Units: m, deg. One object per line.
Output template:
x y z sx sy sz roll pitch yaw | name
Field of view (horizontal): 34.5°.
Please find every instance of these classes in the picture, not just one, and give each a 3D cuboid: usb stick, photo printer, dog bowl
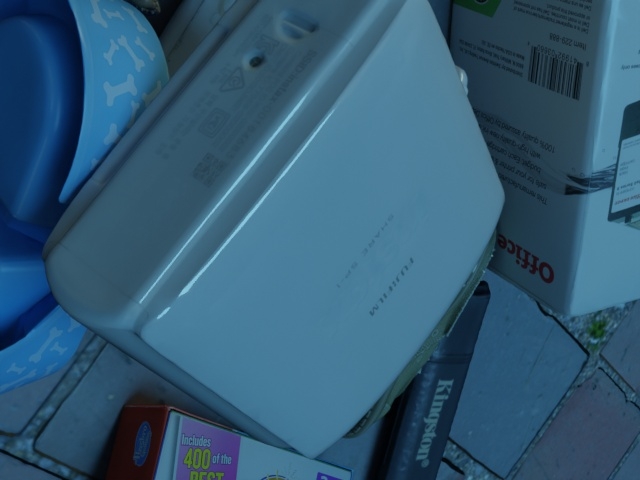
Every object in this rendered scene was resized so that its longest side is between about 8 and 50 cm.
0.109 0.167 1.059 0.077 0.045 0.277 2 109 -39 | usb stick
0.000 0.000 0.653 0.256 0.107 0.307 -52 149 -9 | photo printer
-0.185 -0.028 0.638 0.074 0.166 0.297 -2 129 -46 | dog bowl

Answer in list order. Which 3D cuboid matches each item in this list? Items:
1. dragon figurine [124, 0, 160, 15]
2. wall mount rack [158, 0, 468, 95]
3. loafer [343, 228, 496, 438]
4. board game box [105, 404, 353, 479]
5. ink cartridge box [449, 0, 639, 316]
-0.204 -0.213 0.597 0.289 0.144 0.085 17 81 -17 | dragon figurine
-0.049 -0.055 0.779 0.350 0.130 0.304 29 94 -41 | wall mount rack
0.075 0.059 0.946 0.268 0.102 0.092 -59 163 21 | loafer
-0.094 0.322 0.869 0.242 0.064 0.316 30 63 -42 | board game box
0.210 -0.111 0.891 0.122 0.211 0.289 -10 117 -25 | ink cartridge box
